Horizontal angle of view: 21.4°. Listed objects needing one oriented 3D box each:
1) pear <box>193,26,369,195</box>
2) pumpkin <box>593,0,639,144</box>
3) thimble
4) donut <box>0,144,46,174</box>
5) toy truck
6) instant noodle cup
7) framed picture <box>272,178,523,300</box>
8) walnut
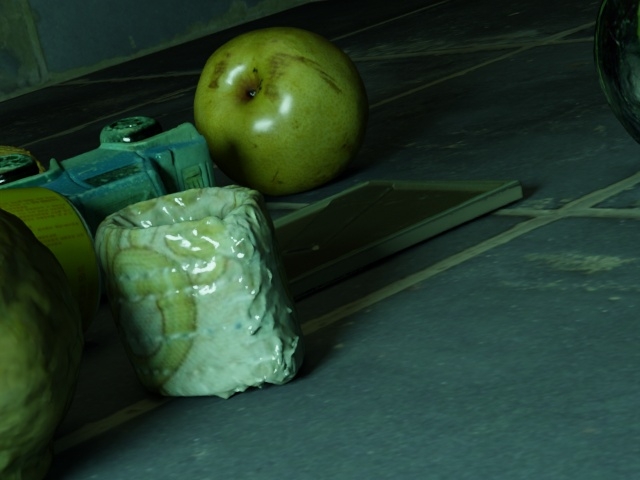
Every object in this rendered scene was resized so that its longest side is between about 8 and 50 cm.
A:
[{"bbox_3d":[-0.042,-0.152,2.001,0.209,0.209,0.209,-14,13,3],"label":"pear"},{"bbox_3d":[0.414,-0.196,1.581,0.323,0.241,0.323,-14,10,2],"label":"pumpkin"},{"bbox_3d":[-0.091,0.041,1.339,0.137,0.143,0.190,-20,15,-27],"label":"thimble"},{"bbox_3d":[-0.401,-0.054,2.095,0.112,0.151,0.295,-10,9,-29],"label":"donut"},{"bbox_3d":[-0.234,-0.022,1.761,0.279,0.155,0.156,-21,24,-30],"label":"toy truck"},{"bbox_3d":[-0.332,0.043,1.512,0.236,0.215,0.215,-15,10,-43],"label":"instant noodle cup"},{"bbox_3d":[0.000,0.000,1.686,0.335,0.022,0.247,-23,15,-34],"label":"framed picture"},{"bbox_3d":[-0.285,0.074,1.196,0.227,0.283,0.283,-46,8,12],"label":"walnut"}]
